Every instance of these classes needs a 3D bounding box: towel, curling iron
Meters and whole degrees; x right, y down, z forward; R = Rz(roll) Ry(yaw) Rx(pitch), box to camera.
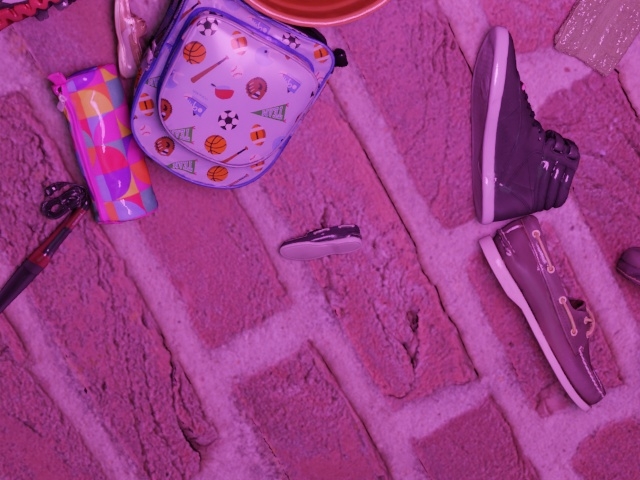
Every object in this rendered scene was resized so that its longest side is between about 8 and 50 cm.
[{"bbox_3d":[0.416,-0.324,1.537,0.110,0.027,0.148,27,101,-11],"label":"towel"},{"bbox_3d":[-0.436,0.022,1.585,0.068,0.035,0.274,34,100,-7],"label":"curling iron"}]

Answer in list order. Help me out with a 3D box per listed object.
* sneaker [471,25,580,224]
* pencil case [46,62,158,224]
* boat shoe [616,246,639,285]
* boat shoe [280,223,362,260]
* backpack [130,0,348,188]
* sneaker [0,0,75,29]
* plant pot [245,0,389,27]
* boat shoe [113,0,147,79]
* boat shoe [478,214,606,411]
[{"bbox_3d":[0.302,-0.169,1.540,0.147,0.104,0.295,-4,111,-4],"label":"sneaker"},{"bbox_3d":[-0.312,-0.138,1.514,0.105,0.104,0.236,-17,105,2],"label":"pencil case"},{"bbox_3d":[0.591,0.142,1.622,0.355,0.132,0.130,33,101,-10],"label":"boat shoe"},{"bbox_3d":[0.000,0.000,1.600,0.125,0.038,0.046,-9,148,5],"label":"boat shoe"},{"bbox_3d":[-0.132,-0.204,1.459,0.277,0.213,0.263,28,113,-13],"label":"backpack"},{"bbox_3d":[-0.421,-0.359,1.447,0.276,0.097,0.135,-24,108,5],"label":"sneaker"},{"bbox_3d":[-0.013,-0.437,1.384,0.291,0.203,0.290,-2,109,-6],"label":"plant pot"},{"bbox_3d":[-0.268,-0.298,1.501,0.045,0.050,0.135,-3,116,-5],"label":"boat shoe"},{"bbox_3d":[0.360,0.113,1.612,0.097,0.116,0.324,-31,99,9],"label":"boat shoe"}]
